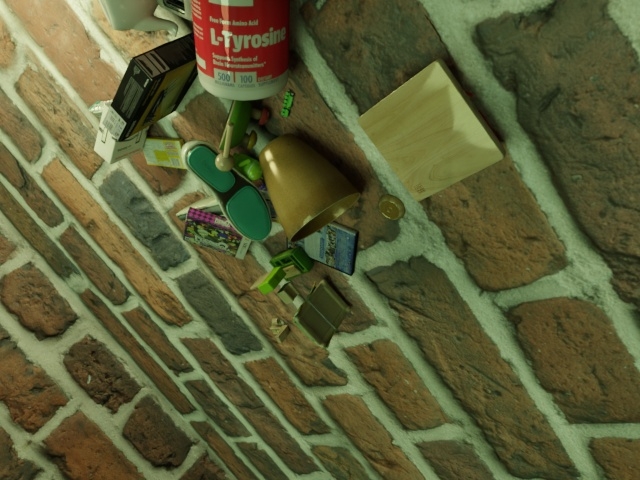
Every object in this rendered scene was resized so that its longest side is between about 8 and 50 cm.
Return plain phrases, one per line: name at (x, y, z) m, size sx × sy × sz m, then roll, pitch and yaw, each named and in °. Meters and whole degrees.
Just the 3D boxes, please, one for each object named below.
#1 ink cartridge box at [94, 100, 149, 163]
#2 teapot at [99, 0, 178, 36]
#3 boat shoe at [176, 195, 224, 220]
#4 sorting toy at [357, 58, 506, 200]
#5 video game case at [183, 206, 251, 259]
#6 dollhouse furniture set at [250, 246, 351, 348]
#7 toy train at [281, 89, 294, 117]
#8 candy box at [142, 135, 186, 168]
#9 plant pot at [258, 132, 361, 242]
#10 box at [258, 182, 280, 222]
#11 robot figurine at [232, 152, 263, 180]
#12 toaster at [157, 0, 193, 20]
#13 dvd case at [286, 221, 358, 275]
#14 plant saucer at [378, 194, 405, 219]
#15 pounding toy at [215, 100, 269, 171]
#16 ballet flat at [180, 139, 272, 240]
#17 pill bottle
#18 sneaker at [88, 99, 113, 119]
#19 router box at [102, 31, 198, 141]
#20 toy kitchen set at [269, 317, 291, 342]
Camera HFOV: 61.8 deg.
ink cartridge box at (-0.655, -0.371, 1.786) m, size 0.086 × 0.148 × 0.203 m, roll 41°, pitch 131°, yaw 7°
teapot at (-0.502, -0.695, 1.407) m, size 0.252 × 0.187 × 0.256 m, roll 58°, pitch 164°, yaw 26°
boat shoe at (-0.378, -0.096, 1.851) m, size 0.320 × 0.116 × 0.099 m, roll -11°, pitch 112°, yaw 37°
sorting toy at (0.262, -0.258, 1.249) m, size 0.255 × 0.089 × 0.257 m, roll 52°, pitch 138°, yaw -10°
video game case at (-0.356, -0.020, 1.857) m, size 0.232 × 0.041 × 0.210 m, roll 19°, pitch 152°, yaw -9°
dollhouse furniture set at (-0.070, 0.202, 1.792) m, size 0.301 × 0.197 × 0.151 m, roll 49°, pitch 143°, yaw -14°
toy train at (-0.090, -0.376, 1.473) m, size 0.024 × 0.017 × 0.083 m, roll 25°, pitch 136°, yaw 4°
candy box at (-0.544, -0.308, 1.865) m, size 0.206 × 0.027 × 0.105 m, roll 11°, pitch 125°, yaw 31°
plant pot at (-0.054, -0.163, 1.495) m, size 0.254 × 0.237 × 0.237 m, roll 56°, pitch 139°, yaw 9°
box at (-0.155, -0.120, 1.727) m, size 0.081 × 0.028 × 0.136 m, roll 11°, pitch 131°, yaw 31°
robot figurine at (-0.227, -0.228, 1.662) m, size 0.115 × 0.067 × 0.101 m, roll 29°, pitch 162°, yaw 13°
toaster at (-0.333, -0.662, 1.333) m, size 0.186 × 0.110 × 0.168 m, roll 33°, pitch 140°, yaw 28°
dvd case at (0.000, 0.000, 1.713) m, size 0.253 × 0.022 × 0.180 m, roll 22°, pitch 135°, yaw 21°
plant saucer at (0.196, -0.089, 1.495) m, size 0.083 × 0.015 × 0.083 m, roll 21°, pitch 134°, yaw 23°
pounding toy at (-0.212, -0.310, 1.503) m, size 0.110 × 0.236 × 0.183 m, roll 17°, pitch 135°, yaw -15°
ballet flat at (-0.285, -0.163, 1.651) m, size 0.139 × 0.139 × 0.400 m, roll -2°, pitch 140°, yaw 38°
pill bottle at (-0.185, -0.555, 1.237) m, size 0.229 × 0.229 × 0.407 m, roll 23°, pitch 135°, yaw 20°
sneaker at (-0.735, -0.450, 1.882) m, size 0.167 × 0.065 × 0.076 m, roll 11°, pitch 146°, yaw 35°
router box at (-0.474, -0.440, 1.543) m, size 0.081 × 0.243 × 0.309 m, roll 48°, pitch 139°, yaw -6°
toy kitchen set at (-0.178, 0.353, 2.099) m, size 0.083 × 0.075 × 0.068 m, roll -9°, pitch 116°, yaw 37°
